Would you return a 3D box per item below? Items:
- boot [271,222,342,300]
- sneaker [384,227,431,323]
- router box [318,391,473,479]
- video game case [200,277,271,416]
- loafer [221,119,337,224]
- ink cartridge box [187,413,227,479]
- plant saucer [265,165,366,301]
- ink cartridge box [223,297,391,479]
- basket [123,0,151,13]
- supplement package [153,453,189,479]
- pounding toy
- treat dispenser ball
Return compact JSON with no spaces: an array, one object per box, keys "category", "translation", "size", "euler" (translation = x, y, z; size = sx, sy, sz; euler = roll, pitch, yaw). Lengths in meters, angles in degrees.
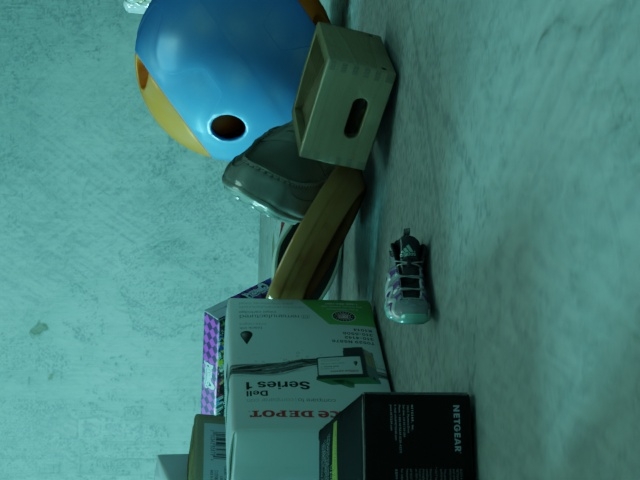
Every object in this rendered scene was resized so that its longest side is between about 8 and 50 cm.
[{"category":"boot","translation":[-0.019,-0.021,1.454],"size":[0.176,0.088,0.244],"euler":[-170,90,-83]},{"category":"sneaker","translation":[0.071,0.024,0.864],"size":[0.098,0.038,0.069],"euler":[-108,21,-70]},{"category":"router box","translation":[0.051,0.282,0.784],"size":[0.243,0.081,0.308],"euler":[116,155,-73]},{"category":"video game case","translation":[-0.102,0.175,1.693],"size":[0.042,0.210,0.232],"euler":[30,129,33]},{"category":"loafer","translation":[-0.031,-0.095,1.201],"size":[0.111,0.112,0.319],"euler":[-61,-2,14]},{"category":"ink cartridge box","translation":[-0.074,0.319,1.345],"size":[0.234,0.193,0.088],"euler":[-111,28,-71]},{"category":"plant saucer","translation":[0.000,0.000,1.179],"size":[0.200,0.037,0.200],"euler":[-60,-5,-9]},{"category":"ink cartridge box","translation":[-0.015,0.155,1.047],"size":[0.219,0.160,0.092],"euler":[-102,15,-59]},{"category":"basket","translation":[-0.152,-0.562,1.732],"size":[0.266,0.331,0.328],"euler":[123,149,-67]},{"category":"supplement package","translation":[-0.116,0.432,1.412],"size":[0.293,0.175,0.177],"euler":[-137,54,-60]},{"category":"pounding toy","translation":[0.030,-0.141,1.104],"size":[0.130,0.100,0.141],"euler":[-100,25,-58]},{"category":"treat dispenser ball","translation":[-0.119,-0.256,1.488],"size":[0.288,0.288,0.288],"euler":[-178,90,-83]}]
